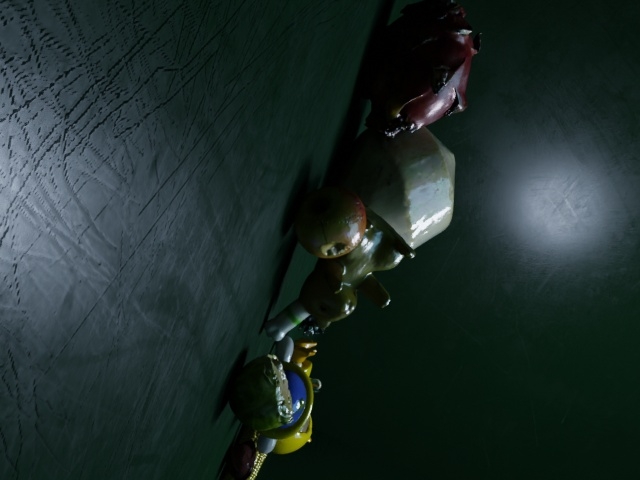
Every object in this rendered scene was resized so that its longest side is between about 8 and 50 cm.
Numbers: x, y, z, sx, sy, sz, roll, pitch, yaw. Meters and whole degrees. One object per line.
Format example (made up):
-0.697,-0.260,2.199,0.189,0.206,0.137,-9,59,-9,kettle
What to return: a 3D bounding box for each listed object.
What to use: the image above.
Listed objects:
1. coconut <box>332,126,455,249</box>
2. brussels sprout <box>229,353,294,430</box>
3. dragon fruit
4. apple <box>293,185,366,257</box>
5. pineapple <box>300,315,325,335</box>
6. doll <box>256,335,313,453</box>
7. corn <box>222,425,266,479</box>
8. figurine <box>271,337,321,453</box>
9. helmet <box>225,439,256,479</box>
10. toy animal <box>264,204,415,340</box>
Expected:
0.201,-0.144,1.555,0.352,0.353,0.352,21,90,-84,coconut
-0.126,0.314,1.247,0.149,0.122,0.151,133,-56,-88,brussels sprout
0.222,-0.378,1.369,0.250,0.251,0.314,35,69,-84,dragon fruit
0.021,-0.034,1.180,0.146,0.147,0.146,21,90,-84,apple
-0.017,0.313,2.303,0.221,0.103,0.083,34,43,-83,pineapple
-0.088,0.384,1.592,0.242,0.160,0.310,77,18,-60,doll
-0.189,0.573,1.695,0.093,0.094,0.244,93,20,-72,corn
-0.090,0.476,1.858,0.215,0.187,0.343,-3,109,-73,figurine
-0.218,0.566,1.585,0.089,0.057,0.111,-33,-143,32,helmet
0.044,0.099,1.333,0.180,0.181,0.362,35,-82,51,toy animal
